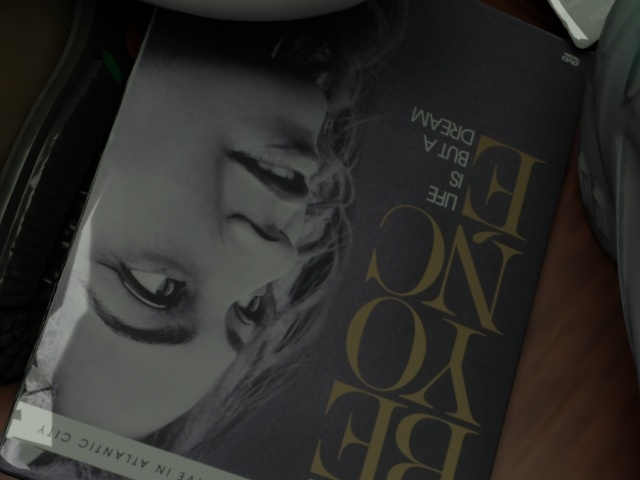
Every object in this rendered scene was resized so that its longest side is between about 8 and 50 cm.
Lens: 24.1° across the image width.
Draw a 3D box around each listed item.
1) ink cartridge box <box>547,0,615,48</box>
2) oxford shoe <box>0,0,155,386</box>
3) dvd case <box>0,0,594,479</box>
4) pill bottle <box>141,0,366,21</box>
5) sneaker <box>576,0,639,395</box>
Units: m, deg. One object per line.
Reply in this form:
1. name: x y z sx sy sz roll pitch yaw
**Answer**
1. ink cartridge box: 0.107 -0.177 0.609 0.145 0.045 0.179 -32 81 -10
2. oxford shoe: -0.107 -0.056 0.555 0.096 0.083 0.227 4 68 21
3. dvd case: 0.000 0.000 0.526 0.165 0.018 0.221 21 71 -14
4. pill bottle: 0.011 -0.266 0.494 0.210 0.210 0.363 20 59 8
5. sneaker: 0.160 0.052 0.473 0.137 0.210 0.365 -3 105 5
